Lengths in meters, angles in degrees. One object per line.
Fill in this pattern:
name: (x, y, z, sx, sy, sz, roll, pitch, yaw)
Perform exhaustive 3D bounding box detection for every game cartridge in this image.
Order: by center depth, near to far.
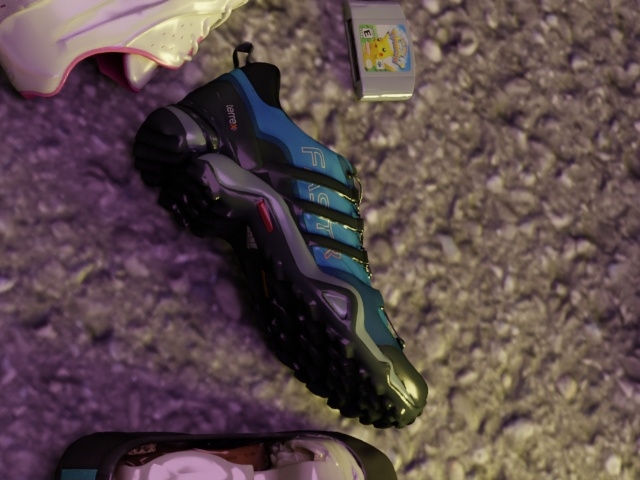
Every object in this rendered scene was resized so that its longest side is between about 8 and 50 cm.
game cartridge: (0.049, -0.154, 1.418, 0.056, 0.017, 0.083, -4, 82, -33)

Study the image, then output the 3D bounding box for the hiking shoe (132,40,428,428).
hiking shoe: (0.000, 0.000, 1.302, 0.132, 0.113, 0.304, -40, 99, -28)

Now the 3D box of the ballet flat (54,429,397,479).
ballet flat: (-0.049, 0.181, 1.248, 0.280, 0.096, 0.095, 3, 78, -28)

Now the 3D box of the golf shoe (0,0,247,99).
golf shoe: (-0.111, -0.186, 1.296, 0.306, 0.115, 0.140, -13, 97, -23)
